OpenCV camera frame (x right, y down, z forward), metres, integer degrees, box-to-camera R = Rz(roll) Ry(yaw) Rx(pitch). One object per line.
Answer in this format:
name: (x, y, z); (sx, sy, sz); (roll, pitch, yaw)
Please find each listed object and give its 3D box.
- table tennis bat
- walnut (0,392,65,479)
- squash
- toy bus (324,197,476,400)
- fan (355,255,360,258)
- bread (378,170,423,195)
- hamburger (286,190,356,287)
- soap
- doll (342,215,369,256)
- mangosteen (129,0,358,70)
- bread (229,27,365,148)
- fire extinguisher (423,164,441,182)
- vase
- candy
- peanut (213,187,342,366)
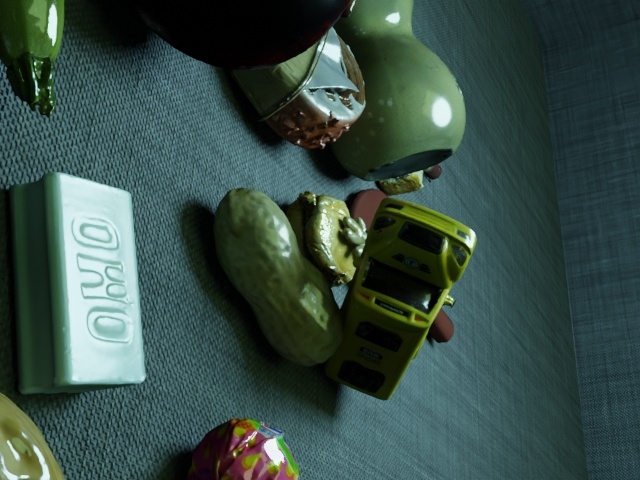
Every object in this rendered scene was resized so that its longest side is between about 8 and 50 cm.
table tennis bat: (0.150, 0.072, 1.660); (0.415, 0.051, 0.268); (48, 39, -43)
walnut: (-0.262, 0.198, 0.598); (0.195, 0.195, 0.222); (-18, 87, -65)
squash: (-0.301, -0.282, 0.855); (0.094, 0.094, 0.341); (-21, 95, -64)
toy bus: (0.102, 0.091, 1.252); (0.331, 0.145, 0.151); (106, 9, -54)
fan: (0.115, 0.043, 1.529); (0.155, 0.039, 0.082); (20, 61, -56)
bread: (0.154, -0.133, 1.724); (0.070, 0.083, 0.077); (43, 41, -55)
hamburger: (0.000, 0.000, 1.343); (0.138, 0.083, 0.147); (7, 73, -70)
soap: (-0.233, 0.045, 0.858); (0.119, 0.066, 0.198); (15, 65, -60)
doll: (0.058, -0.001, 1.347); (0.093, 0.051, 0.062); (20, 61, -36)
mangosteen: (-0.090, -0.354, 1.090); (0.347, 0.306, 0.307); (28, 52, -76)
bread: (-0.033, -0.246, 1.344); (0.212, 0.142, 0.224); (45, 38, -26)
fire extinguisher: (0.212, -0.175, 1.907); (0.132, 0.039, 0.056); (34, 87, -45)
vase: (0.105, -0.259, 1.562); (0.329, 0.240, 0.302); (113, -39, -80)
candy: (-0.149, 0.300, 0.897); (0.365, 0.124, 0.124); (-31, 106, -53)
peanut: (-0.054, 0.045, 1.175); (0.275, 0.111, 0.125); (63, 24, -28)
